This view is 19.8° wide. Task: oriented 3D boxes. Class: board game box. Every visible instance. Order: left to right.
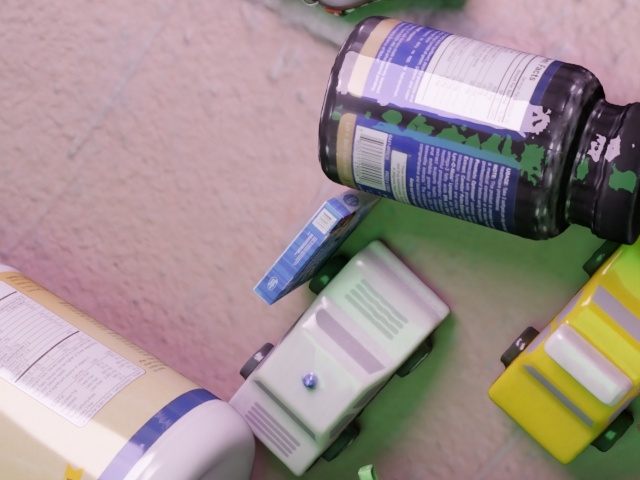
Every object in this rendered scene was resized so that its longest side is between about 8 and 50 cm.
[{"bbox_3d":[0.000,0.000,1.326,0.020,0.090,0.090,43,115,6],"label":"board game box"}]

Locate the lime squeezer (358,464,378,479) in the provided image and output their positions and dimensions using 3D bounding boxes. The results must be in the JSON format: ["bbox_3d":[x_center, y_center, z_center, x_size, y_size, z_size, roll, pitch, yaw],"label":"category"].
[{"bbox_3d":[0.128,0.296,1.351,0.310,0.059,0.110,36,126,2],"label":"lime squeezer"}]

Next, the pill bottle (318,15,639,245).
[{"bbox_3d":[0.118,-0.070,1.244,0.219,0.123,0.123,17,108,17],"label":"pill bottle"}]

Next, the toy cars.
[{"bbox_3d":[0.097,0.087,1.309,0.393,0.087,0.176,-6,100,23],"label":"toy cars"}]

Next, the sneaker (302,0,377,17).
[{"bbox_3d":[0.026,-0.189,1.300,0.158,0.061,0.065,16,135,19],"label":"sneaker"}]

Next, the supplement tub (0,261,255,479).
[{"bbox_3d":[-0.232,0.153,1.376,0.316,0.228,0.228,30,112,16],"label":"supplement tub"}]

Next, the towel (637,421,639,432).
[{"bbox_3d":[0.296,0.155,1.200,0.144,0.197,0.029,-36,129,19],"label":"towel"}]
